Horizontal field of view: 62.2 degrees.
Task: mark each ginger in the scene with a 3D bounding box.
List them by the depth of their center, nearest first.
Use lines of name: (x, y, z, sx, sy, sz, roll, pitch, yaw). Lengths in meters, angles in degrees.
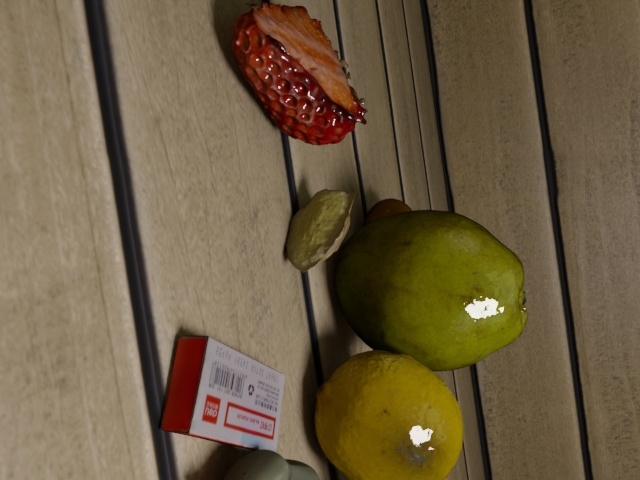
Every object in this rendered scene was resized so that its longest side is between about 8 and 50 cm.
ginger: (-0.002, 0.001, 1.023, 0.123, 0.115, 0.193, 79, 30, -50)

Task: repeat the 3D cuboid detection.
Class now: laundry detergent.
laundry detergent: (-0.075, 0.380, 0.725, 0.253, 0.091, 0.181, 61, 40, -50)

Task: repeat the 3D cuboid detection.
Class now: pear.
pear: (0.221, 0.110, 1.137, 0.352, 0.413, 0.352, -13, 106, -57)

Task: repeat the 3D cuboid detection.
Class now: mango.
mango: (0.175, -0.015, 1.389, 0.166, 0.136, 0.236, 55, 38, -22)

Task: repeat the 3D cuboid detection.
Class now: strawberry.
strawberry: (-0.047, -0.275, 0.949, 0.253, 0.150, 0.280, 58, 30, -4)

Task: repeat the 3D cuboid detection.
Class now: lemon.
lemon: (0.126, 0.338, 0.998, 0.260, 0.283, 0.261, 15, 90, -87)

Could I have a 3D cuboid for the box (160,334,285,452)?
box: (-0.122, 0.221, 0.741, 0.229, 0.050, 0.123, 46, 44, -54)
